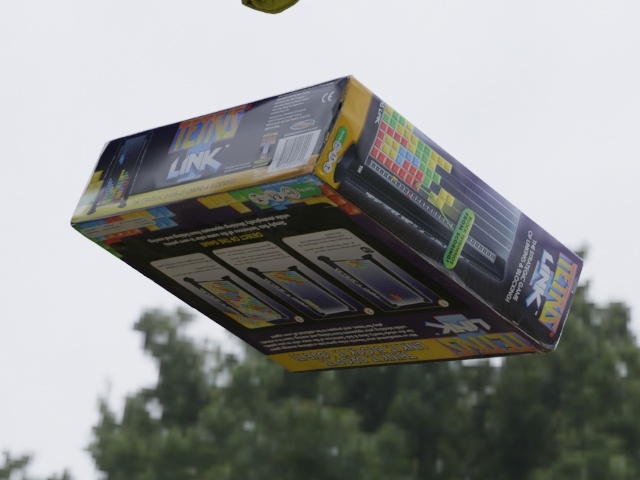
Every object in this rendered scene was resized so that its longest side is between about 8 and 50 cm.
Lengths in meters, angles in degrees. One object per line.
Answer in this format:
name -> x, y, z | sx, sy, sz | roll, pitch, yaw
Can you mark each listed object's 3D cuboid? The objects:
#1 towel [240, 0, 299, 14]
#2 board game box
towel -> 0.022, -0.174, 0.480 | 0.021, 0.237, 0.102 | 22, -35, -16
board game box -> 0.000, 0.000, 0.772 | 0.141, 0.048, 0.170 | 35, -27, -32
